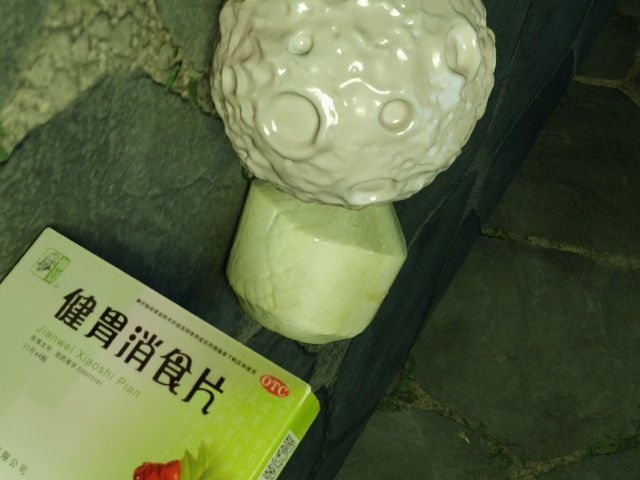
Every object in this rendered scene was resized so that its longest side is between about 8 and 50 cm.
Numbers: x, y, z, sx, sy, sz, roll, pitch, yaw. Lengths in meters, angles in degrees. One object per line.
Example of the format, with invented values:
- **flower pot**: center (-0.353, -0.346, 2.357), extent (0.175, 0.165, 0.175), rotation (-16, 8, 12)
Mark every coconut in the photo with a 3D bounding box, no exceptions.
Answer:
- **coconut**: center (0.000, 0.000, 0.925), extent (0.202, 0.202, 0.221), rotation (-20, 135, -63)

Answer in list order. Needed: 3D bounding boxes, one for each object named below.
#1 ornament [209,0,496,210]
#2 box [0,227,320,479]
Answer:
- **ornament**: center (0.028, -0.160, 0.706), extent (0.259, 0.259, 0.225), rotation (-42, 157, -47)
- **box**: center (-0.155, 0.125, 0.585), extent (0.175, 0.261, 0.062), rotation (-56, 160, -18)
